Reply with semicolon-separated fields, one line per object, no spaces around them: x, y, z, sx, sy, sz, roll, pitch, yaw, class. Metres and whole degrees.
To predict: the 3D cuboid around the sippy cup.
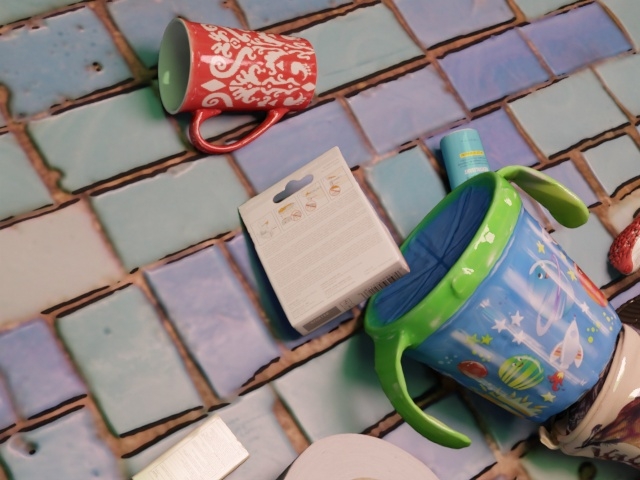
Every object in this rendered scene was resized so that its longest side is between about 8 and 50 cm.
0.205;0.079;1.247;0.224;0.240;0.305;39;100;-10;sippy cup

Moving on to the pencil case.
0.464;0.242;1.287;0.410;0.160;0.183;25;88;-7;pencil case

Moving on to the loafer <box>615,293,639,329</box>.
0.449;0.100;1.409;0.220;0.080;0.078;-35;118;-21;loafer

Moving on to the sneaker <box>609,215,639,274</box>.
0.476;-0.011;1.478;0.225;0.088;0.093;-31;79;-32;sneaker

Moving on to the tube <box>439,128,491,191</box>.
0.204;-0.040;1.409;0.080;0.052;0.207;-10;73;-15;tube

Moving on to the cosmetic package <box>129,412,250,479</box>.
-0.134;0.234;1.117;0.115;0.041;0.060;-33;80;-33;cosmetic package

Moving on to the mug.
-0.102;-0.190;1.344;0.169;0.150;0.113;-1;27;-28;mug

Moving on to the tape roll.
0.042;0.306;1.103;0.219;0.072;0.219;19;43;-19;tape roll

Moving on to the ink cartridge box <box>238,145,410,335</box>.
0.000;0.000;1.264;0.145;0.045;0.179;-32;55;8;ink cartridge box
